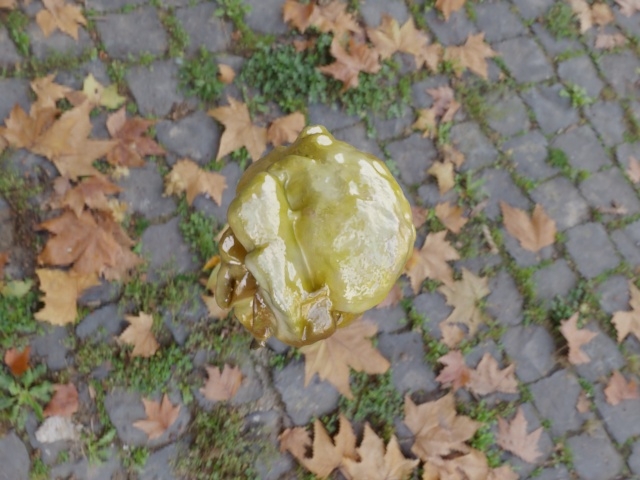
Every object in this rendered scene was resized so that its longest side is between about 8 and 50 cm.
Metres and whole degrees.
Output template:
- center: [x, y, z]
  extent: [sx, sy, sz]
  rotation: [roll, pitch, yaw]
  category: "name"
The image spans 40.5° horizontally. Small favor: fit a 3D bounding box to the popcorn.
- center: [-0.001, -0.001, 0.849]
  extent: [0.190, 0.191, 0.254]
  rotation: [4, 41, 11]
  category: "popcorn"
